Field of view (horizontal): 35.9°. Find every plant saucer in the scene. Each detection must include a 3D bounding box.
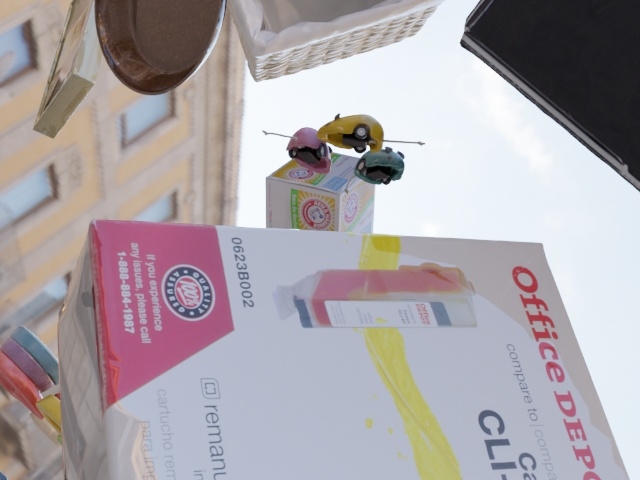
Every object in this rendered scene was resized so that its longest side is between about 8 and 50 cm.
[{"bbox_3d":[-0.156,-0.246,1.001,0.198,0.036,0.199,2,-86,42],"label":"plant saucer"}]

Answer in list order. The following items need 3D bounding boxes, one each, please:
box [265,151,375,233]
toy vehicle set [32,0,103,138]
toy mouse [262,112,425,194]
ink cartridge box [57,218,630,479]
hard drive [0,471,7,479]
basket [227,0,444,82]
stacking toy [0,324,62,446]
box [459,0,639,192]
[{"bbox_3d":[0.000,0.000,1.257,0.103,0.114,0.203,14,-60,23],"label":"box"},{"bbox_3d":[-0.363,-0.305,1.505,0.035,0.267,0.166,23,-35,-26],"label":"toy vehicle set"},{"bbox_3d":[0.027,-0.087,0.974,0.161,0.031,0.143,9,-19,10],"label":"toy mouse"},{"bbox_3d":[0.015,0.143,0.735,0.160,0.384,0.279,124,-38,-49],"label":"ink cartridge box"},{"bbox_3d":[-0.401,0.303,1.045,0.135,0.094,0.022,-16,-44,12],"label":"hard drive"},{"bbox_3d":[-0.005,-0.460,1.566,0.266,0.331,0.328,138,-66,-85],"label":"basket"},{"bbox_3d":[-0.452,0.293,1.808,0.309,0.130,0.279,30,-28,34],"label":"stacking toy"},{"bbox_3d":[0.420,-0.161,0.999,0.480,0.472,0.297,40,-77,2],"label":"box"}]
